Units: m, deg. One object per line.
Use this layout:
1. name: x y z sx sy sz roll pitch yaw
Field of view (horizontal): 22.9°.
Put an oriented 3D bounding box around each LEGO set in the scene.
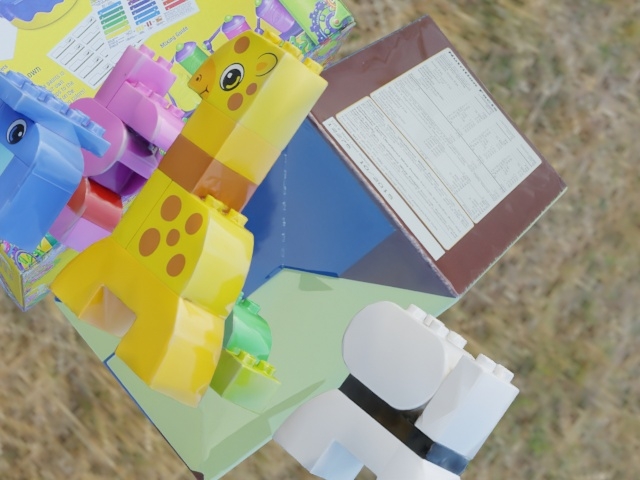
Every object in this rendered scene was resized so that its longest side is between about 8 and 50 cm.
1. LEGO set: -0.034 -0.016 0.460 0.087 0.227 0.093 31 94 -48

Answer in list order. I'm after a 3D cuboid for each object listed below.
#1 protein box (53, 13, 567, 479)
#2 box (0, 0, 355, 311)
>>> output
1. protein box: 0.000 0.000 0.893 0.200 0.136 0.201 -39 179 30
2. box: -0.184 -0.154 1.128 0.290 0.279 0.177 -38 178 -14
